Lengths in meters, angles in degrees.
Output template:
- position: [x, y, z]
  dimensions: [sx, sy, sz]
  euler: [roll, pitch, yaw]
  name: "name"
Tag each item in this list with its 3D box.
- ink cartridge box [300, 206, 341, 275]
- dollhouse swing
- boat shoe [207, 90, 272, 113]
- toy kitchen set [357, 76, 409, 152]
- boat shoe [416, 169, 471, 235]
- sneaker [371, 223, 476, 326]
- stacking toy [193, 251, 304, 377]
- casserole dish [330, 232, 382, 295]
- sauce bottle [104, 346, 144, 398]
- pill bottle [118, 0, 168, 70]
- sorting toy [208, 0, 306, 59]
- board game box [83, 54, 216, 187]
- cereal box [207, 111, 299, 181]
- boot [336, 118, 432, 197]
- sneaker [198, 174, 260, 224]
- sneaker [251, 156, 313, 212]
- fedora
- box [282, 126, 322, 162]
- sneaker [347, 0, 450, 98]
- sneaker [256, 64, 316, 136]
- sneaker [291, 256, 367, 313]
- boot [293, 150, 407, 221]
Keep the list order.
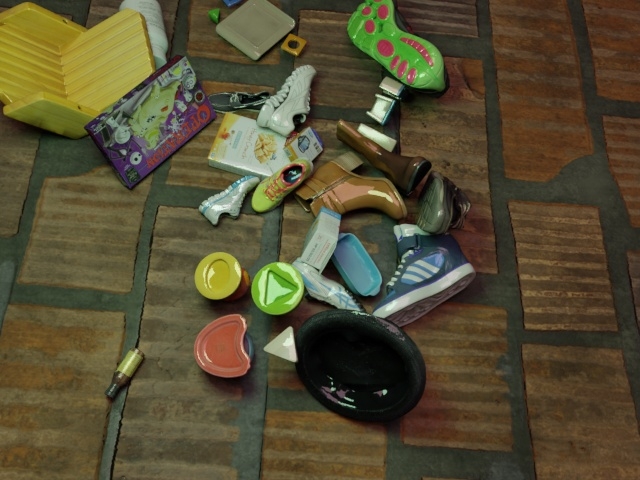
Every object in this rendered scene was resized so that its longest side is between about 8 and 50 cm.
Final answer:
- position: [0.000, 0.000, 1.797]
  dimensions: [0.061, 0.104, 0.181]
  euler: [25, 27, -8]
  name: "ink cartridge box"
- position: [-0.686, -0.520, 1.900]
  dimensions: [0.305, 0.315, 0.347]
  euler: [-30, 63, 29]
  name: "dollhouse swing"
- position: [-0.243, -0.425, 2.050]
  dimensions: [0.206, 0.065, 0.075]
  euler: [2, 64, -5]
  name: "boat shoe"
- position: [0.212, -0.371, 2.079]
  dimensions: [0.122, 0.166, 0.207]
  euler: [29, 101, 9]
  name: "toy kitchen set"
- position: [0.341, -0.098, 1.835]
  dimensions: [0.130, 0.132, 0.355]
  euler: [22, 23, 0]
  name: "boat shoe"
- position: [0.228, 0.076, 1.836]
  dimensions: [0.322, 0.130, 0.236]
  euler: [-27, 61, -13]
  name: "sneaker"
- position: [-0.168, 0.193, 1.712]
  dimensions: [0.279, 0.130, 0.309]
  euler: [-1, 73, 10]
  name: "stacking toy"
- position: [0.090, 0.069, 1.827]
  dimensions: [0.114, 0.037, 0.188]
  euler: [-35, 92, -45]
  name: "casserole dish"
- position: [-0.479, 0.323, 1.670]
  dimensions: [0.042, 0.042, 0.128]
  euler: [28, 62, 7]
  name: "sauce bottle"
- position: [-0.531, -0.614, 2.074]
  dimensions: [0.131, 0.131, 0.229]
  euler: [-10, 66, -11]
  name: "pill bottle"
- position: [-0.205, -0.675, 2.190]
  dimensions: [0.347, 0.047, 0.196]
  euler: [38, 70, 13]
  name: "sorting toy"
- position: [-0.463, -0.333, 1.910]
  dimensions: [0.056, 0.208, 0.347]
  euler: [24, 60, 38]
  name: "board game box"
- position: [-0.186, -0.264, 1.987]
  dimensions: [0.240, 0.047, 0.173]
  euler: [15, 64, 1]
  name: "cereal box"
- position: [0.168, -0.250, 1.891]
  dimensions: [0.280, 0.264, 0.096]
  euler: [41, 91, 3]
  name: "boot"
- position: [-0.238, -0.108, 1.901]
  dimensions: [0.190, 0.071, 0.083]
  euler: [-36, 79, -12]
  name: "sneaker"
- position: [-0.113, -0.155, 1.884]
  dimensions: [0.208, 0.094, 0.081]
  euler: [-43, 94, 7]
  name: "sneaker"
- position: [0.108, 0.281, 1.676]
  dimensions: [0.334, 0.334, 0.152]
  euler: [33, 29, 10]
  name: "fedora"
- position: [-0.046, -0.268, 1.980]
  dimensions: [0.081, 0.028, 0.136]
  euler: [59, 45, -19]
  name: "box"
- position: [0.240, -0.599, 2.147]
  dimensions: [0.185, 0.202, 0.483]
  euler: [-38, 54, 14]
  name: "sneaker"
- position: [-0.076, -0.411, 2.031]
  dimensions: [0.118, 0.110, 0.292]
  euler: [31, 55, 2]
  name: "sneaker"
- position: [0.017, 0.138, 1.804]
  dimensions: [0.237, 0.085, 0.086]
  euler: [34, 92, 6]
  name: "sneaker"
- position: [0.082, -0.109, 1.906]
  dimensions: [0.220, 0.109, 0.283]
  euler: [-37, 73, -20]
  name: "boot"
